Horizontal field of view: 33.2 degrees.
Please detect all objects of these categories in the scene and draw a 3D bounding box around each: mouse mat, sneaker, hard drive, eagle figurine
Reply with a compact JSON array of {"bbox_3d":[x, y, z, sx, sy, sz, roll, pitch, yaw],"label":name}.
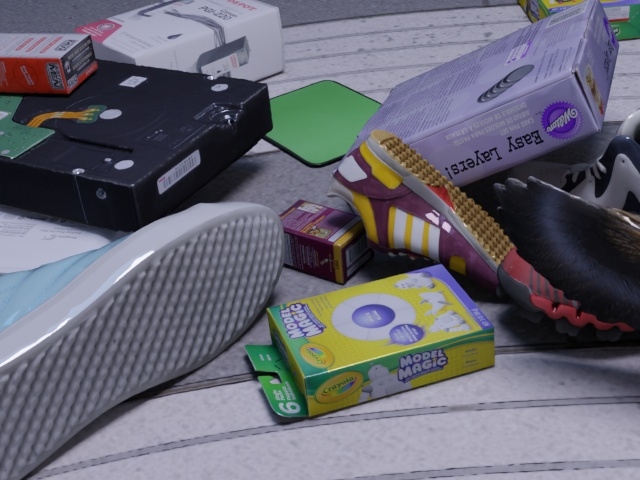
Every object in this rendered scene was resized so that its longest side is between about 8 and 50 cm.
[{"bbox_3d":[0.003,-0.140,1.245,0.153,0.007,0.190,-23,36,-26],"label":"mouse mat"},{"bbox_3d":[0.090,-0.009,0.932,0.185,0.084,0.069,45,25,6],"label":"sneaker"},{"bbox_3d":[-0.265,-0.038,1.090,0.203,0.040,0.307,5,32,17],"label":"hard drive"},{"bbox_3d":[-0.194,0.052,0.841,0.150,0.135,0.366,27,43,37],"label":"sneaker"},{"bbox_3d":[0.285,0.015,0.693,0.226,0.225,0.298,-22,53,-12],"label":"eagle figurine"},{"bbox_3d":[0.275,0.007,0.829,0.276,0.135,0.097,2,26,13],"label":"sneaker"},{"bbox_3d":[-0.251,-0.111,1.107,0.339,0.064,0.237,12,36,26],"label":"hard drive"},{"bbox_3d":[0.261,-0.068,0.942,0.094,0.153,0.235,-23,35,-27],"label":"sneaker"}]

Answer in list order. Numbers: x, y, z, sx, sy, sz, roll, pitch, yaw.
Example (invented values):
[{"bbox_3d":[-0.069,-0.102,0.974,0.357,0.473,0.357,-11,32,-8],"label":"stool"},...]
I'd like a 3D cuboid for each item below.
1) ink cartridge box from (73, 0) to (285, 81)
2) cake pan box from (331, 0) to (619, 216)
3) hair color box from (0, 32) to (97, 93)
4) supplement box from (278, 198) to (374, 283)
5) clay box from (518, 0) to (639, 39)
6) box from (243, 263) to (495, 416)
[{"bbox_3d":[-0.176,-0.242,1.362,0.218,0.092,0.158,-25,36,-31],"label":"ink cartridge box"},{"bbox_3d":[0.158,-0.133,1.042,0.246,0.070,0.267,-20,19,26],"label":"cake pan box"},{"bbox_3d":[-0.320,-0.190,1.146,0.141,0.043,0.072,4,33,18],"label":"hair color box"},{"bbox_3d":[0.000,0.000,0.979,0.083,0.043,0.055,17,38,32],"label":"supplement box"},{"bbox_3d":[0.346,-0.330,1.455,0.127,0.053,0.222,-6,32,-1],"label":"clay box"},{"bbox_3d":[0.035,0.078,0.848,0.179,0.043,0.105,-16,32,-13],"label":"box"}]
